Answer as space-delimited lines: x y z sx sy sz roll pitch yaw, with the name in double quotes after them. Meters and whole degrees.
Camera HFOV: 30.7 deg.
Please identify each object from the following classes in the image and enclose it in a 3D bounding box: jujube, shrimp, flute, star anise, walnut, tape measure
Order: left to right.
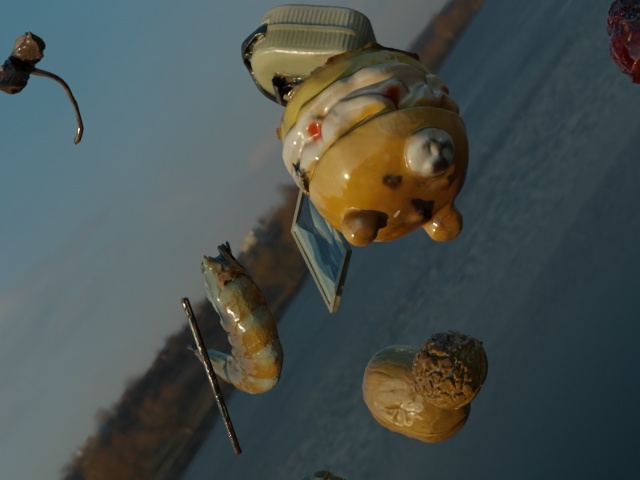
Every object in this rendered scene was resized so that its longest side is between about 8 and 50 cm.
-0.502 -0.269 2.163 0.218 0.227 0.148 -30 40 45 "star anise"
-0.164 0.206 1.755 0.014 0.270 0.014 -15 18 5 "flute"
-0.122 0.146 1.740 0.068 0.185 0.287 -31 -24 -25 "shrimp"
-0.009 -0.292 2.053 0.271 0.231 0.133 57 -138 -62 "tape measure"
0.190 0.299 2.295 0.193 0.225 0.193 -35 -49 -53 "walnut"
0.470 -0.308 1.728 0.104 0.104 0.166 124 148 -43 "jujube"

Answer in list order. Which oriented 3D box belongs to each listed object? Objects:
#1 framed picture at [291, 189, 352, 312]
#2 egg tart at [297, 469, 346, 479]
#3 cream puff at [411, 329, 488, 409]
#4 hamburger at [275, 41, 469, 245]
0.000 0.000 1.954 0.150 0.015 0.203 103 151 -44 "framed picture"
-0.018 0.470 1.490 0.352 0.150 0.352 -14 73 54 "egg tart"
0.217 0.219 1.993 0.126 0.103 0.144 -12 57 42 "cream puff"
0.088 -0.113 1.650 0.276 0.237 0.276 -18 -32 -12 "hamburger"
